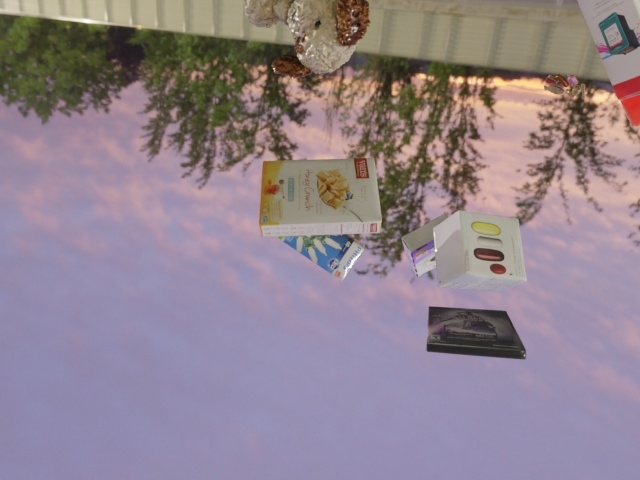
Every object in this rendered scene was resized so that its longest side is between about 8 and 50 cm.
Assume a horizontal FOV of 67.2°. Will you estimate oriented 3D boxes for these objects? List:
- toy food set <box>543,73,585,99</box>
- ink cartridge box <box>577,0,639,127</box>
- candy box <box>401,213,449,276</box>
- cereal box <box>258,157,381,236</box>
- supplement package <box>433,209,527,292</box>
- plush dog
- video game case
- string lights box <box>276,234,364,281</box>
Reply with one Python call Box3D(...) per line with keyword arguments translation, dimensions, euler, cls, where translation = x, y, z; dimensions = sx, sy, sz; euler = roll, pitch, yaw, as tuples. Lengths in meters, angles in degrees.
Box3D(translation=(0.680, -0.434, 1.338), dimensions=(0.019, 0.078, 0.122), euler=(-47, -129, -7), cls="toy food set")
Box3D(translation=(0.471, -0.297, 0.684), dimensions=(0.134, 0.231, 0.078), euler=(-30, -173, -16), cls="ink cartridge box")
Box3D(translation=(0.368, 0.021, 1.606), dimensions=(0.164, 0.196, 0.070), euler=(-29, -123, 1), cls="candy box")
Box3D(translation=(-0.001, -0.092, 0.985), dimensions=(0.239, 0.047, 0.173), euler=(-3, -125, 0), cls="cereal box")
Box3D(translation=(0.462, 0.036, 1.411), dimensions=(0.202, 0.195, 0.149), euler=(6, 159, -16), cls="supplement package")
Box3D(translation=(0.002, -0.410, 0.867), dimensions=(0.210, 0.226, 0.262), euler=(2, 166, -35), cls="plush dog")
Box3D(translation=(0.346, 0.205, 1.111), dimensions=(0.195, 0.026, 0.274), euler=(2, -170, 13), cls="video game case")
Box3D(translation=(0.000, 0.000, 1.548), dimensions=(0.259, 0.133, 0.077), euler=(34, -171, -1), cls="string lights box")
